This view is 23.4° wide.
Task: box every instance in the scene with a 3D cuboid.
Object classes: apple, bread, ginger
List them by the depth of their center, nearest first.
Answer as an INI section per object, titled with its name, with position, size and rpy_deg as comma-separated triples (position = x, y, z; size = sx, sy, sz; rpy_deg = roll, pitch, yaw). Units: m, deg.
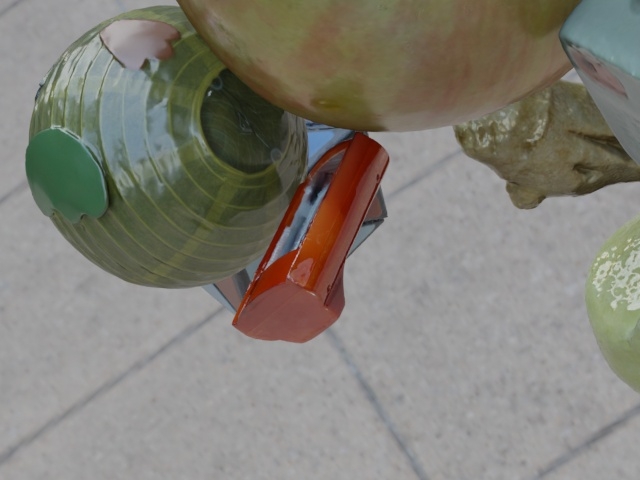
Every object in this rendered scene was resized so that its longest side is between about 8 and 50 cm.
[apple]
position = 0.049, -0.267, 1.150
size = 0.391, 0.391, 0.346
rpy_deg = -47, 6, -15
[ginger]
position = 0.330, -0.131, 1.934
size = 0.354, 0.190, 0.126
rpy_deg = -1, 14, -15
[bread]
position = 0.516, 0.077, 2.041
size = 0.320, 0.237, 0.320
rpy_deg = -24, 26, 12

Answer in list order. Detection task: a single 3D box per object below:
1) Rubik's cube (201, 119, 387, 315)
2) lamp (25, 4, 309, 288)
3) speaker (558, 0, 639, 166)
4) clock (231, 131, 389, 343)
[Rubik's cube]
position = -0.089, -0.073, 1.979
size = 0.248, 0.250, 0.246
rpy_deg = -43, 61, -15
[lamp]
position = -0.143, -0.075, 1.356
size = 0.284, 0.250, 0.250
rpy_deg = -19, 37, 51
[speaker]
position = 0.321, -0.083, 0.904
size = 0.184, 0.183, 0.406
rpy_deg = -41, 33, -1
[clock]
position = 0.000, 0.000, 1.209
size = 0.113, 0.061, 0.155
rpy_deg = -40, 23, 57
